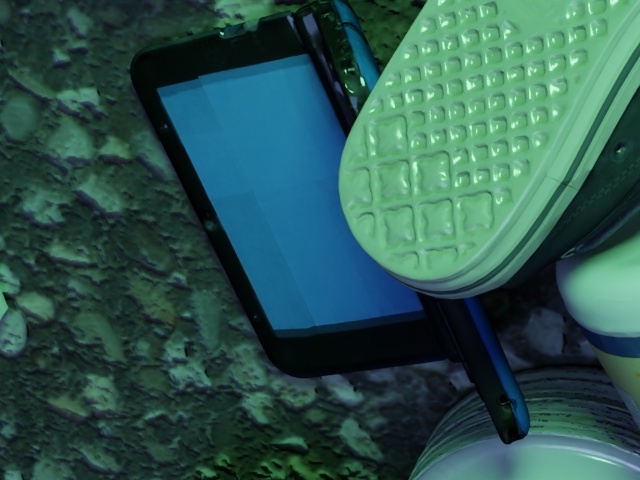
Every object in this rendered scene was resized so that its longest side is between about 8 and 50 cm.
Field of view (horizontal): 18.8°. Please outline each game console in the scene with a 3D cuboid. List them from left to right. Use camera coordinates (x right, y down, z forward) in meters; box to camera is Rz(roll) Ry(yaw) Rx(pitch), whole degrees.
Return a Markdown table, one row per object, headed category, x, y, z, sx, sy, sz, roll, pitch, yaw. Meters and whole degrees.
| category | x | y | z | sx | sy | sz | roll | pitch | yaw |
| --- | --- | --- | --- | --- | --- | --- | --- | --- | --- |
| game console | 0.000 | 0.000 | 1.330 | 0.173 | 0.250 | 0.293 | -24 | 112 | 5 |

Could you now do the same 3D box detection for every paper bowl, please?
| category | x | y | z | sx | sy | sz | roll | pitch | yaw |
| --- | --- | --- | --- | --- | --- | --- | --- | --- | --- |
| paper bowl | 0.188 | 0.246 | 1.420 | 0.284 | 0.148 | 0.284 | 11 | 126 | 16 |

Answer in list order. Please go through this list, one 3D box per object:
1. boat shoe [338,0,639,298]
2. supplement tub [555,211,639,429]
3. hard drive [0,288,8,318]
| category | x | y | z | sx | sy | sz | roll | pitch | yaw |
| --- | --- | --- | --- | --- | --- | --- | --- | --- | --- |
| boat shoe | 0.199 | -0.176 | 1.092 | 0.187 | 0.156 | 0.500 | 44 | 110 | 29 |
| supplement tub | 0.313 | 0.090 | 1.214 | 0.228 | 0.228 | 0.316 | -20 | 111 | 32 |
| hard drive | -0.393 | -0.064 | 1.516 | 0.210 | 0.040 | 0.318 | -5 | 120 | 21 |
